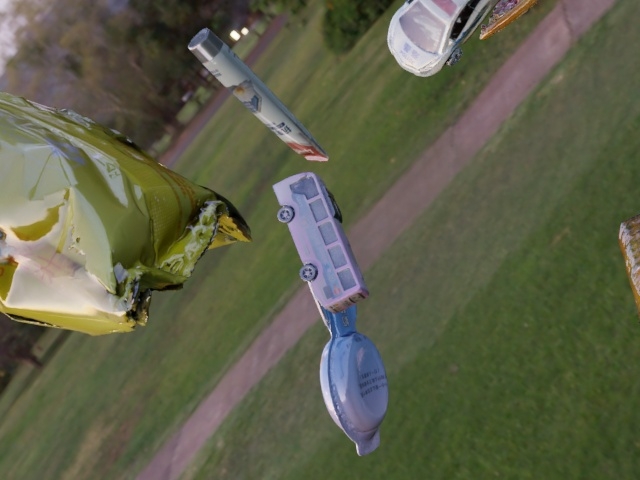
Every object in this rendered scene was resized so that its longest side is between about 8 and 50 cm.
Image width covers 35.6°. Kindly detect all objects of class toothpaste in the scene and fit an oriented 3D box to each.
[{"bbox_3d":[-0.076,-0.181,1.293,0.062,0.239,0.039,11,63,56],"label":"toothpaste"}]

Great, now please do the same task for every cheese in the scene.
[{"bbox_3d":[0.036,0.150,1.268,0.052,0.244,0.135,-14,-3,28],"label":"cheese"}]

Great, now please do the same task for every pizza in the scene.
[{"bbox_3d":[0.232,-0.287,1.232,0.099,0.029,0.100,-43,13,0],"label":"pizza"}]

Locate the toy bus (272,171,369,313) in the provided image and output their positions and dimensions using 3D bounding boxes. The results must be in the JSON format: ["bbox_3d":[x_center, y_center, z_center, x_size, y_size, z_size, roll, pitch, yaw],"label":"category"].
[{"bbox_3d":[0.000,0.000,0.896,0.052,0.130,0.037,-27,-22,12],"label":"toy bus"}]

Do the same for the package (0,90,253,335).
[{"bbox_3d":[-0.156,-0.023,0.503,0.168,0.226,0.090,-51,-16,-71],"label":"package"}]

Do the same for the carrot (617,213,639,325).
[{"bbox_3d":[0.295,0.063,0.826,0.070,0.070,0.260,-41,23,29],"label":"carrot"}]

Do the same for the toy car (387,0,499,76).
[{"bbox_3d":[0.154,-0.284,1.177,0.205,0.095,0.056,-52,-13,27],"label":"toy car"}]
